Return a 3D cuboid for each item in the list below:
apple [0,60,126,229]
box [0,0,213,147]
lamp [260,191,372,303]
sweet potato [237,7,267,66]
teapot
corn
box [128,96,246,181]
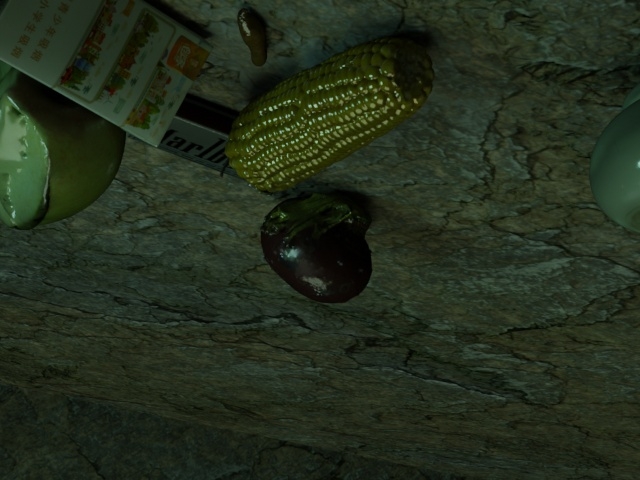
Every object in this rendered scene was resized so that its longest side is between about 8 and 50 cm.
[{"bbox_3d":[-0.287,-0.118,1.442,0.174,0.207,0.188,16,154,-37],"label":"apple"},{"bbox_3d":[-0.214,-0.190,1.332,0.220,0.122,0.032,29,179,-41],"label":"box"},{"bbox_3d":[0.004,0.003,1.761,0.156,0.135,0.157,41,-173,-1],"label":"lamp"},{"bbox_3d":[-0.065,-0.197,1.372,0.026,0.026,0.115,7,161,9],"label":"sweet potato"},{"bbox_3d":[0.340,-0.072,1.330,0.220,0.149,0.318,11,161,-22],"label":"teapot"},{"bbox_3d":[0.001,-0.129,1.415,0.106,0.106,0.305,20,156,-27],"label":"corn"},{"bbox_3d":[-0.123,-0.118,1.608,0.177,0.036,0.115,19,159,-24],"label":"box"}]
